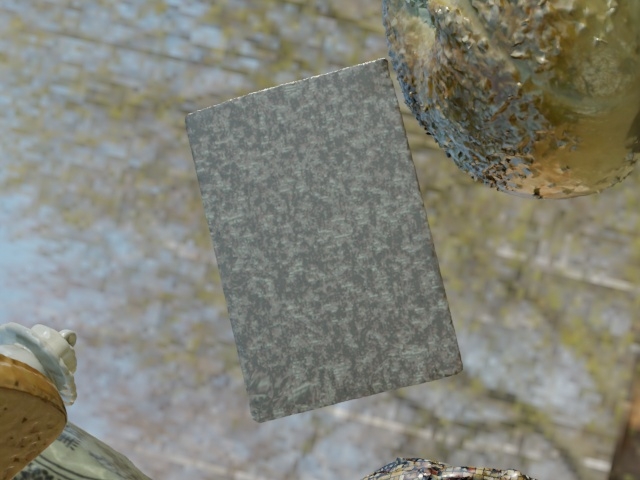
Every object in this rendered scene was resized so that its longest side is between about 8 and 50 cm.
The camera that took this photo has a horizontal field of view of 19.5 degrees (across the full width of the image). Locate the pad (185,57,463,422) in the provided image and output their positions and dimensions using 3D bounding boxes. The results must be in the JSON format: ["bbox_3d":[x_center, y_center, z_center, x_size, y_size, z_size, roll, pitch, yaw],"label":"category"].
[{"bbox_3d":[0.000,0.000,1.340,0.003,0.158,0.235,23,-127,-80],"label":"pad"}]

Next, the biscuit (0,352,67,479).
[{"bbox_3d":[-0.216,0.105,0.830,0.220,0.029,0.142,-24,-33,-21],"label":"biscuit"}]

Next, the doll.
[{"bbox_3d":[-0.367,0.191,2.012,0.293,0.119,0.138,-45,-48,-31],"label":"doll"}]

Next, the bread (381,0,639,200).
[{"bbox_3d":[0.137,-0.172,1.347,0.305,0.159,0.305,174,90,-73],"label":"bread"}]

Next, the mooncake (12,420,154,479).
[{"bbox_3d":[-0.223,0.221,1.549,0.136,0.250,0.254,-57,-1,-1],"label":"mooncake"}]

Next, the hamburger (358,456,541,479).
[{"bbox_3d":[0.089,0.218,1.074,0.231,0.231,0.107,92,-163,-46],"label":"hamburger"}]
